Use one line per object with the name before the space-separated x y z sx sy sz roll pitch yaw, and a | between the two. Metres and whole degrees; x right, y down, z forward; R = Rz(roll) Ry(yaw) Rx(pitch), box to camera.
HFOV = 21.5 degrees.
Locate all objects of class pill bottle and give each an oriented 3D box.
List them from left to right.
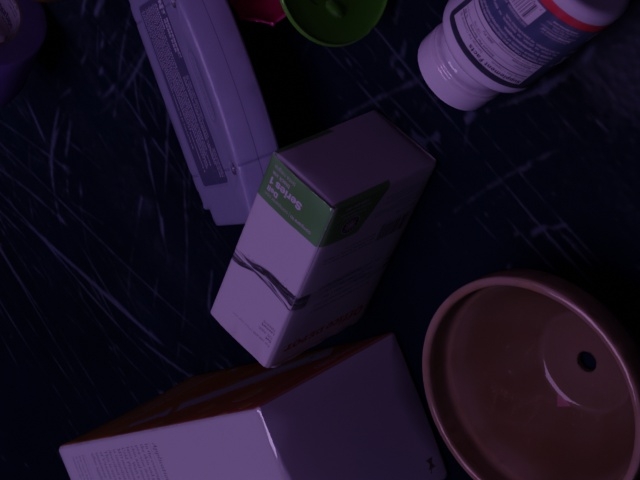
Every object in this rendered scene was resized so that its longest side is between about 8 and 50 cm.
pill bottle | 0.168 -0.190 1.445 0.180 0.108 0.108 -38 81 46

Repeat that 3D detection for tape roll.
tape roll | -0.411 -0.240 1.908 0.189 0.189 0.080 50 135 15

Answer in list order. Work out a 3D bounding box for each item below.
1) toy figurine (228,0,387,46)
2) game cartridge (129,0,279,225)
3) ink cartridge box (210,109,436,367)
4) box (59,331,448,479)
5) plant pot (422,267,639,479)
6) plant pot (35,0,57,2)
toy figurine | -0.047 -0.258 1.601 0.173 0.130 0.159 34 164 -33
game cartridge | -0.116 -0.158 1.711 0.196 0.060 0.294 -176 65 -75
ink cartridge box | 0.000 0.000 1.651 0.092 0.160 0.219 42 131 21
box | -0.076 0.234 1.790 0.345 0.215 0.168 -16 97 45
plant pot | 0.217 0.127 1.543 0.237 0.110 0.237 19 121 35
plant pot | -0.263 -0.357 1.713 0.237 0.237 0.254 57 150 8
